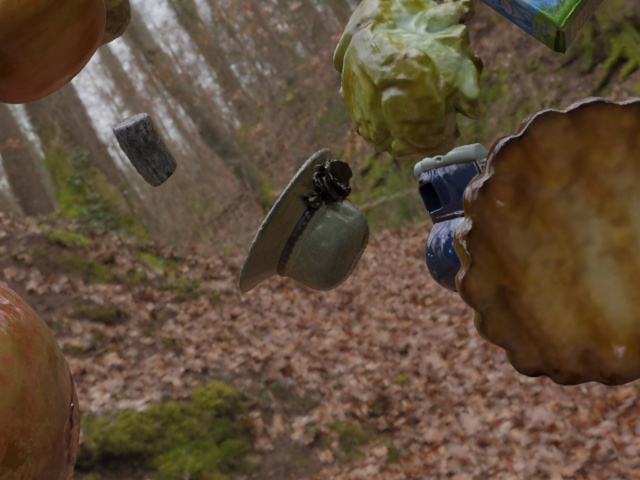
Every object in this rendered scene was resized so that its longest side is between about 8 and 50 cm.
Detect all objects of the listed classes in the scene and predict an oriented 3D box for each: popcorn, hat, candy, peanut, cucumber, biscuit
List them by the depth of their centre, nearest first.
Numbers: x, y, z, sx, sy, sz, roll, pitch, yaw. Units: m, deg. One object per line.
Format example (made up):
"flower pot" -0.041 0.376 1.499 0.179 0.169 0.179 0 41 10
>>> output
"candy" 0.166 -0.262 0.849 0.097 0.194 0.062 -51 -17 1
"biscuit" 0.302 0.001 1.061 0.325 0.326 0.107 -29 10 5
"popcorn" 0.111 -0.207 1.202 0.183 0.221 0.204 -9 -23 -1
"hat" 0.000 0.000 1.438 0.257 0.130 0.257 -57 -8 -13
"cucumber" -0.263 -0.136 1.451 0.064 0.112 0.064 -23 24 11
"peanut" -0.363 -0.352 1.473 0.140 0.109 0.159 -23 -5 -7

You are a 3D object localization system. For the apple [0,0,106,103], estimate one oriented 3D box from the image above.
"apple" -0.339 -0.255 1.084 0.199 0.199 0.199 -28 -6 -3

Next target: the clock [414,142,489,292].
"clock" 0.241 -0.029 1.630 0.146 0.243 0.199 -10 -5 -20

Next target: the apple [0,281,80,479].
"apple" -0.440 0.213 0.938 0.391 0.391 0.346 -33 20 35
